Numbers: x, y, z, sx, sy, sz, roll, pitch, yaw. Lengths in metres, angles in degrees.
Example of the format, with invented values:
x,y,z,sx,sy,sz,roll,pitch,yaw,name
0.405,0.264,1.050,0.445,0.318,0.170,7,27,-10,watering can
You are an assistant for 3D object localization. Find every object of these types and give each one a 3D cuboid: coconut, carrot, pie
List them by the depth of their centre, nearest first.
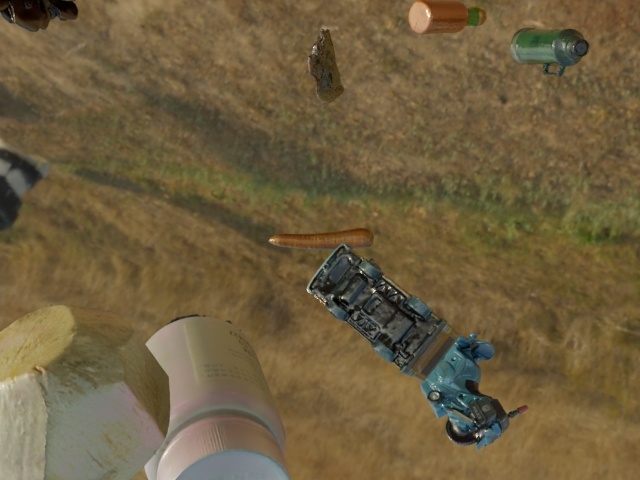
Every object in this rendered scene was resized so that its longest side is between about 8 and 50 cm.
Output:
x,y,z,sx,sy,sz,roll,pitch,yaw,name
-0.289,0.197,0.969,0.197,0.237,0.237,27,168,49,coconut
0.000,0.000,1.467,0.190,0.037,0.037,-3,156,3,carrot
0.009,-0.317,1.556,0.034,0.092,0.170,16,149,25,pie

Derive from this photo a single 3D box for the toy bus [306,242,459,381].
x,y,z,sx,sy,sz,roll,pitch,yaw,name
0.081,0.091,1.066,0.182,0.091,0.103,39,-179,32,toy bus

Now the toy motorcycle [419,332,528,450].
x,y,z,sx,sy,sz,roll,pitch,yaw,name
0.306,0.302,1.723,0.272,0.182,0.123,61,176,42,toy motorcycle

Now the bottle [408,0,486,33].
x,y,z,sx,sy,sz,roll,pitch,yaw,name
0.264,-0.452,1.672,0.187,0.069,0.069,-10,-176,-37,bottle

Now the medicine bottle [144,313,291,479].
x,y,z,sx,sy,sz,roll,pitch,yaw,name
-0.172,0.285,1.282,0.213,0.213,0.378,35,-171,-25,medicine bottle

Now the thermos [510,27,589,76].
x,y,z,sx,sy,sz,roll,pitch,yaw,name
0.439,-0.367,1.581,0.073,0.083,0.188,37,179,-23,thermos

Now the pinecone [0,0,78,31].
x,y,z,sx,sy,sz,roll,pitch,yaw,name
-0.311,-0.343,0.875,0.169,0.212,0.186,40,-150,26,pinecone
